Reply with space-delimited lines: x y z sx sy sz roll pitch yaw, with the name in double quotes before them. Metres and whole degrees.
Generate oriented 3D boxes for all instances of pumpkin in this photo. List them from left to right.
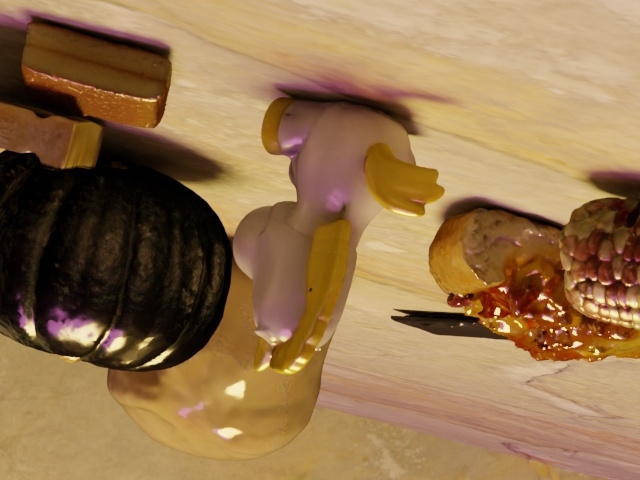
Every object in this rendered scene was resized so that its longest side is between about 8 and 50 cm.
"pumpkin" -0.177 0.014 1.529 0.220 0.162 0.220 12 180 0

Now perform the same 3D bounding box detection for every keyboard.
"keyboard" 0.158 0.087 1.995 0.074 0.015 0.196 15 171 -37

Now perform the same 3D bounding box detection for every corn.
"corn" 0.268 0.020 1.226 0.253 0.086 0.086 4 167 30

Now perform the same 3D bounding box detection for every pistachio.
"pistachio" -0.100 0.105 1.938 0.226 0.208 0.332 -29 -172 -13

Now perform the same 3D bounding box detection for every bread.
"bread" -0.137 -0.099 1.224 0.090 0.035 0.094 14 171 -4

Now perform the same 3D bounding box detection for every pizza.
"pizza" 0.195 0.050 1.519 0.228 0.081 0.289 10 169 16

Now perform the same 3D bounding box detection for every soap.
"soap" -0.200 -0.073 1.332 0.092 0.037 0.252 15 -178 -3

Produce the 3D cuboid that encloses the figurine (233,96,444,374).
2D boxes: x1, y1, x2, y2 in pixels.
"figurine" -0.004 -0.001 1.227 0.109 0.178 0.129 25 -167 -32
